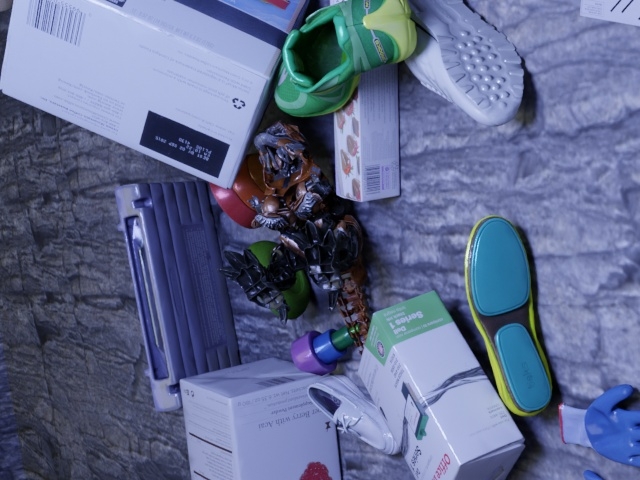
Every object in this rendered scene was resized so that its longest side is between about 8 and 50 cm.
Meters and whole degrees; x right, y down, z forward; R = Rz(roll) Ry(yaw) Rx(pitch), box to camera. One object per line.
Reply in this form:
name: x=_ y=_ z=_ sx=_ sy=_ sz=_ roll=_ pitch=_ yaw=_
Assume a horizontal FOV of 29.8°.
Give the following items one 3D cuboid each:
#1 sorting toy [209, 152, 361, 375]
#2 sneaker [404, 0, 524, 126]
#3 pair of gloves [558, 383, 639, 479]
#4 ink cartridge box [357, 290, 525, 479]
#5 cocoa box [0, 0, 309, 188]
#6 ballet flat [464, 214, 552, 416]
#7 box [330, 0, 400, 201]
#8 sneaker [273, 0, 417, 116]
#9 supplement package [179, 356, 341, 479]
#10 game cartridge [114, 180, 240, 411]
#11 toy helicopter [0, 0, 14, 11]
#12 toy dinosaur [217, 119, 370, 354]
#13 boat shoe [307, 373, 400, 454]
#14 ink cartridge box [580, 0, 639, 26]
sorting toy: x=-0.033 y=0.011 z=1.743 sx=0.126 sy=0.127 sz=0.365 roll=-32 pitch=72 yaw=26
sneaker: x=0.154 y=-0.200 z=1.368 sx=0.095 sy=0.090 sz=0.235 roll=99 pitch=151 yaw=-46
pair of gloves: x=0.319 y=0.247 z=1.278 sx=0.159 sy=0.023 sz=0.198 roll=1 pitch=101 yaw=57
ink cartridge box: x=0.141 y=0.199 z=1.460 sx=0.160 sy=0.092 sz=0.219 roll=100 pitch=147 yaw=-55
cocoa box: x=-0.220 y=-0.277 z=1.640 sx=0.231 sy=0.347 sz=0.228 roll=116 pitch=176 yaw=-48
ballet flat: x=0.207 y=0.087 z=1.372 sx=0.077 sy=0.077 sz=0.231 roll=156 pitch=101 yaw=-82
box: x=0.057 y=-0.212 z=1.528 sx=0.063 sy=0.067 sz=0.324 roll=19 pitch=116 yaw=55
sneaker: x=0.000 y=-0.223 z=1.428 sx=0.295 sy=0.123 sz=0.109 roll=-28 pitch=75 yaw=63
supplement package: x=-0.084 y=0.345 z=1.821 sx=0.175 sy=0.177 sz=0.293 roll=7 pitch=105 yaw=58
game cartridge: x=-0.225 y=0.082 z=1.945 sx=0.068 sy=0.230 sz=0.355 roll=-11 pitch=89 yaw=20
toy helicopter: x=-0.429 y=-0.459 z=1.972 sx=0.235 sy=0.355 sz=0.140 roll=45 pitch=138 yaw=19
toy dinosaur: x=0.000 y=0.000 z=1.602 sx=0.322 sy=0.218 sz=0.164 roll=45 pitch=120 yaw=-1
boat shoe: x=0.045 y=0.245 z=1.687 sx=0.184 sy=0.063 sz=0.066 roll=43 pitch=134 yaw=46
ink cartridge box: x=0.326 y=-0.241 z=1.091 sx=0.207 sy=0.046 sz=0.097 roll=26 pitch=122 yaw=53
